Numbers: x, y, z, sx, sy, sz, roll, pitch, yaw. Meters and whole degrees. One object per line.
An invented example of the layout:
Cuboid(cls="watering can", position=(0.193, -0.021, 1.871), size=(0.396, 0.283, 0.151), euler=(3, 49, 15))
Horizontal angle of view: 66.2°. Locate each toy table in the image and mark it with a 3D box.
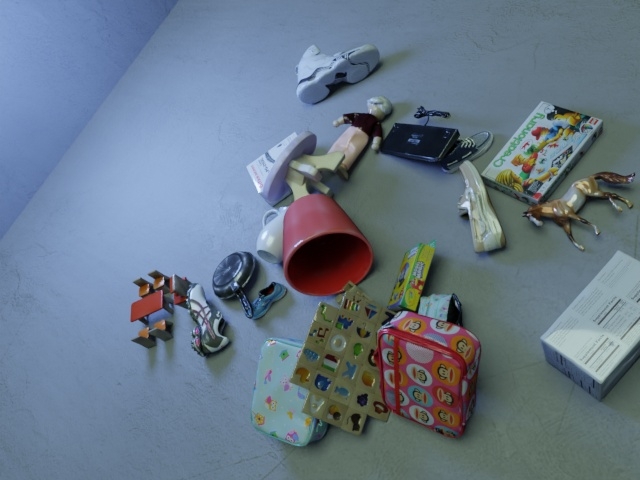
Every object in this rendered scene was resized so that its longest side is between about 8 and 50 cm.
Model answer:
Cuboid(cls="toy table", position=(-0.051, -0.219, 1.662), size=(0.161, 0.252, 0.274), euler=(33, 98, 18))

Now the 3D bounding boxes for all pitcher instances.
Cuboid(cls="pitcher", position=(-0.158, -0.027, 1.721), size=(0.178, 0.125, 0.207), euler=(3, 54, 37))

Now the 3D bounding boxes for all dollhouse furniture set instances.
Cuboid(cls="dollhouse furniture set", position=(-0.594, 0.222, 1.802), size=(0.259, 0.135, 0.261), euler=(-25, 53, 15))
Cuboid(cls="dollhouse furniture set", position=(0.087, 0.239, 1.463), size=(0.182, 0.101, 0.161), euler=(-47, 26, -2))

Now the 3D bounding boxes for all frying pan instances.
Cuboid(cls="frying pan", position=(-0.313, 0.161, 1.703), size=(0.197, 0.053, 0.326), euler=(-29, 39, 23))

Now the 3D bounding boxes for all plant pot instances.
Cuboid(cls="plant pot", position=(0.000, 0.000, 1.539), size=(0.275, 0.275, 0.243), euler=(-32, 41, 10))

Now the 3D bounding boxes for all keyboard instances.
Cuboid(cls="keyboard", position=(0.339, -0.356, 1.630), size=(0.201, 0.033, 0.317), euler=(-57, 34, -2))

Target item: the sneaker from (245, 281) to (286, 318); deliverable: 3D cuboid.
Cuboid(cls="sneaker", position=(-0.195, 0.192, 1.637), size=(0.162, 0.073, 0.063), euler=(-44, 51, 1))

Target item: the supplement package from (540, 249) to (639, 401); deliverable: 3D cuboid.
Cuboid(cls="supplement package", position=(0.638, 0.193, 1.086), size=(0.262, 0.204, 0.145), euler=(-47, 52, -2))

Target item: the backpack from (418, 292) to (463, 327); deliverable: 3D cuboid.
Cuboid(cls="backpack", position=(0.316, 0.223, 1.293), size=(0.115, 0.151, 0.181), euler=(-1, 52, 22))

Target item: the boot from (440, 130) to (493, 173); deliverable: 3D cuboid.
Cuboid(cls="boot", position=(0.459, -0.295, 1.550), size=(0.190, 0.086, 0.069), euler=(-40, 51, 3))

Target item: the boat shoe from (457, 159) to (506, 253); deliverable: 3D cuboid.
Cuboid(cls="boat shoe", position=(0.446, -0.102, 1.434), size=(0.098, 0.109, 0.302), euler=(-20, 60, 16))

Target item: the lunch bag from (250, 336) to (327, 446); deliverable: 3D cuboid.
Cuboid(cls="lunch bag", position=(-0.072, 0.421, 1.374), size=(0.224, 0.108, 0.278), euler=(6, 86, 28))

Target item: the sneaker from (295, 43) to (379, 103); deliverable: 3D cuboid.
Cuboid(cls="sneaker", position=(0.051, -0.723, 1.996), size=(0.366, 0.137, 0.210), euler=(-25, 56, 18))

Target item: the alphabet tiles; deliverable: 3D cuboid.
Cuboid(cls="alphabet tiles", position=(0.086, 0.323, 1.318), size=(0.285, 0.011, 0.342), euler=(25, 72, -9))

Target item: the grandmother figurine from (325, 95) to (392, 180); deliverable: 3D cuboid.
Cuboid(cls="grandmother figurine", position=(0.138, -0.392, 1.787), size=(0.208, 0.104, 0.342), euler=(36, 80, 11))

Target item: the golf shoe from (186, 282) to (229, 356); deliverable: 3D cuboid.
Cuboid(cls="golf shoe", position=(-0.390, 0.264, 1.703), size=(0.120, 0.105, 0.272), euler=(-18, 60, 1))

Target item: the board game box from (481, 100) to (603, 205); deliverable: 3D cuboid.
Cuboid(cls="board game box", position=(0.647, -0.257, 1.443), size=(0.305, 0.053, 0.193), euler=(-50, 51, -5))

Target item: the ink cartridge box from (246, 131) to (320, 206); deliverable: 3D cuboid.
Cuboid(cls="ink cartridge box", position=(-0.142, -0.269, 1.861), size=(0.237, 0.100, 0.171), euler=(-34, 51, 7))

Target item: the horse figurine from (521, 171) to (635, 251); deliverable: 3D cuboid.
Cuboid(cls="horse figurine", position=(0.702, -0.098, 1.313), size=(0.263, 0.066, 0.174), euler=(-44, 57, 3))

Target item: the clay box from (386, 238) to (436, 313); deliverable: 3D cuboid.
Cuboid(cls="clay box", position=(0.260, 0.100, 1.403), size=(0.053, 0.127, 0.221), euler=(22, 71, -4))

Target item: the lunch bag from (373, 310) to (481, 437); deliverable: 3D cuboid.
Cuboid(cls="lunch bag", position=(0.242, 0.313, 1.187), size=(0.258, 0.292, 0.120), euler=(15, 38, 34))
